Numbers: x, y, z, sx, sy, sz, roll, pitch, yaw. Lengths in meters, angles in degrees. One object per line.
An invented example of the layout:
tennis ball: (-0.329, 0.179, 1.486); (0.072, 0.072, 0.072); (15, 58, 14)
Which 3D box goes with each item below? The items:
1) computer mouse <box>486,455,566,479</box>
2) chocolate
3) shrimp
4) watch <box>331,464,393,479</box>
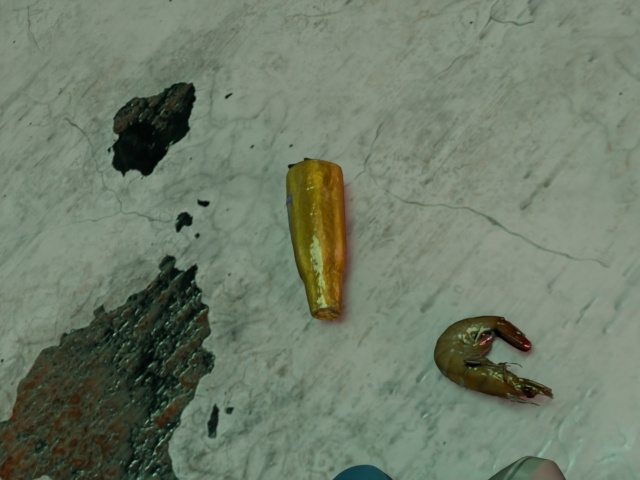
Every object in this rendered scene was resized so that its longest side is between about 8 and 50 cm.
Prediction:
computer mouse: (0.132, 0.322, 0.906); (0.097, 0.159, 0.288); (34, 82, 31)
chocolate: (0.000, 0.000, 1.281); (0.086, 0.085, 0.219); (-17, 57, 17)
shrimp: (0.205, 0.136, 1.128); (0.162, 0.045, 0.095); (18, 50, 39)
watch: (-0.019, 0.321, 1.001); (0.211, 0.193, 0.211); (-25, 50, 34)
